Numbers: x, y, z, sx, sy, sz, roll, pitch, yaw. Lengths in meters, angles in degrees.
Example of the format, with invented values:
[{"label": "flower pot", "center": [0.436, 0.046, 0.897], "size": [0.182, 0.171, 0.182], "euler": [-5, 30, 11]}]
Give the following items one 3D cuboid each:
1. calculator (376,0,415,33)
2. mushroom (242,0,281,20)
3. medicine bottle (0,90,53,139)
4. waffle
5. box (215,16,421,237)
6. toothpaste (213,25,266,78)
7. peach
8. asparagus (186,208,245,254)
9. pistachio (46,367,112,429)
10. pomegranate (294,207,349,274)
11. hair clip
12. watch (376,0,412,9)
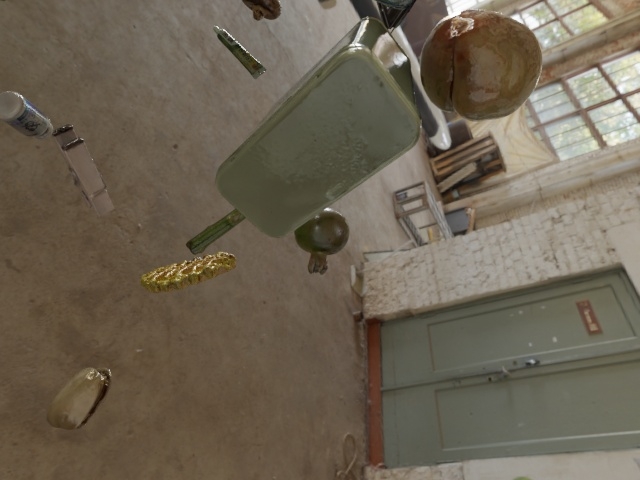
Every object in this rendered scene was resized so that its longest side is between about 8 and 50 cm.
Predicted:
[{"label": "calculator", "center": [0.175, -0.669, 1.015], "size": [0.028, 0.165, 0.274], "euler": [-5, 73, -27]}, {"label": "mushroom", "center": [-0.172, -0.698, 1.215], "size": [0.126, 0.085, 0.109], "euler": [25, 36, -7]}, {"label": "medicine bottle", "center": [-1.047, -0.436, 1.469], "size": [0.191, 0.106, 0.107], "euler": [91, -14, -78]}, {"label": "waffle", "center": [-0.416, 0.101, 1.314], "size": [0.283, 0.309, 0.065], "euler": [-23, 106, -42]}, {"label": "box", "center": [0.008, -0.230, 0.793], "size": [0.177, 0.351, 0.344], "euler": [43, 34, -21]}, {"label": "toothpaste", "center": [-0.248, -0.570, 1.246], "size": [0.204, 0.049, 0.031], "euler": [46, -11, 2]}, {"label": "peach", "center": [0.382, -0.429, 1.012], "size": [0.292, 0.247, 0.292], "euler": [39, 7, -5]}, {"label": "asparagus", "center": [-0.383, -0.044, 1.570], "size": [0.060, 0.277, 0.067], "euler": [54, 4, -42]}, {"label": "pistachio", "center": [-0.737, 0.487, 1.267], "size": [0.152, 0.223, 0.126], "euler": [48, 3, 31]}, {"label": "pomegranate", "center": [-0.010, -0.011, 1.302], "size": [0.211, 0.179, 0.179], "euler": [-55, 129, -24]}, {"label": "hair clip", "center": [-0.790, -0.222, 1.395], "size": [0.085, 0.101, 0.331], "euler": [-46, 157, -32]}, {"label": "watch", "center": [0.203, -0.585, 0.783], "size": [0.276, 0.275, 0.068], "euler": [15, 44, -8]}]
